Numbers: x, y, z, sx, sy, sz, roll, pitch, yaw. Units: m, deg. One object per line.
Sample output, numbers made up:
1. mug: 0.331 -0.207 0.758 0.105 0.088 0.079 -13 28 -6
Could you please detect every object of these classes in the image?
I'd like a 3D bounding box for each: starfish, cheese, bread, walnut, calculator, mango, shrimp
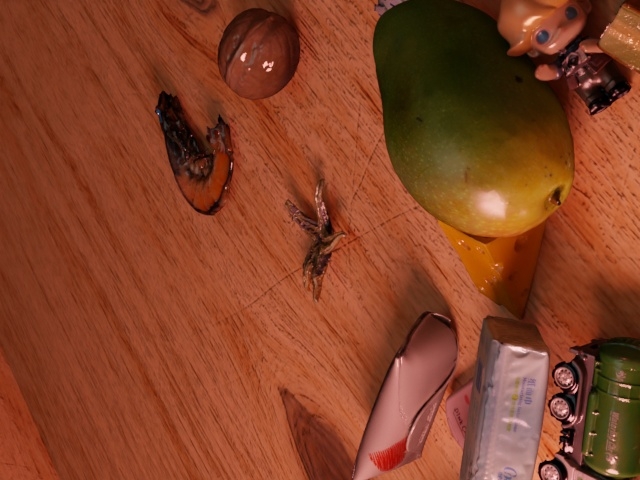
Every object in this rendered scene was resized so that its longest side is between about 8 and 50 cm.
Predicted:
1. starfish: 0.000 0.000 1.967 0.176 0.053 0.208 180 83 -66
2. cheese: 0.242 0.028 1.601 0.093 0.126 0.171 33 143 41
3. bread: 0.404 -0.229 1.349 0.139 0.084 0.074 33 130 11
4. walnut: -0.106 -0.317 1.986 0.140 0.140 0.162 62 153 26
5. calculator: 0.243 0.244 1.686 0.175 0.032 0.100 -48 58 49
6. mango: 0.182 -0.167 1.515 0.225 0.201 0.381 -41 60 22
7. shrimp: -0.245 -0.198 2.291 0.222 0.054 0.290 -48 62 51

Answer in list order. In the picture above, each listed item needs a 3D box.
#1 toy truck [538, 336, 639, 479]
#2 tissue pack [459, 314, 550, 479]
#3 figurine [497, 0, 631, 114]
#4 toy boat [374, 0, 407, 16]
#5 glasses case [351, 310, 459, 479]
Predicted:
1. toy truck: 0.358 0.234 1.455 0.125 0.101 0.242 19 111 40
2. tissue pack: 0.241 0.245 1.536 0.177 0.089 0.263 -58 -25 -81
3. figurine: 0.297 -0.245 1.426 0.114 0.108 0.196 -40 71 38
4. toy boat: 0.106 -0.382 1.756 0.105 0.034 0.149 58 153 26
5. glasses case: 0.129 0.260 1.776 0.083 0.128 0.308 30 125 21
